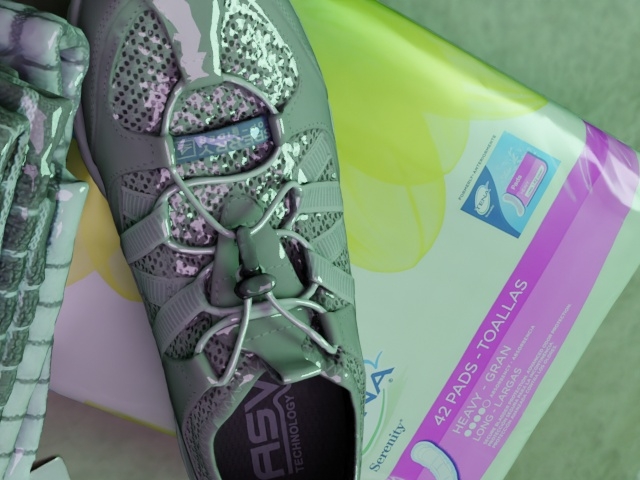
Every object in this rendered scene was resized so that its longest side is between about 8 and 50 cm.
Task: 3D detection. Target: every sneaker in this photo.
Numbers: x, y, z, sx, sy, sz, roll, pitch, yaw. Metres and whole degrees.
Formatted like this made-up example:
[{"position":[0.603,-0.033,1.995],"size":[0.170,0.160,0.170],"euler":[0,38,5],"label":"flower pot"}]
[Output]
[{"position":[-0.022,0.012,0.574],"size":[0.105,0.115,0.281],"euler":[-19,116,-11],"label":"sneaker"}]

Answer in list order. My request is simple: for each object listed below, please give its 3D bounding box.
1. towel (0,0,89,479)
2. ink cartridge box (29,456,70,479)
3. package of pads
[{"position":[-0.222,0.026,0.541],"size":[0.235,0.121,0.283],"euler":[21,111,11],"label":"towel"},{"position":[-0.219,0.236,0.760],"size":[0.232,0.066,0.189],"euler":[-33,123,-31],"label":"ink cartridge box"},{"position":[0.000,0.000,0.703],"size":[0.297,0.101,0.229],"euler":[26,101,-27],"label":"package of pads"}]
